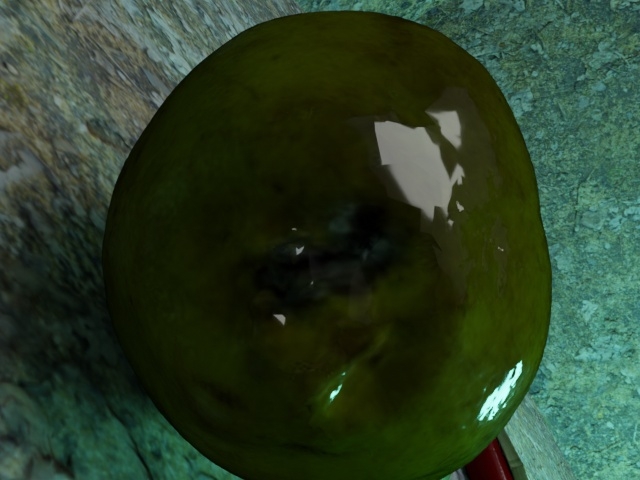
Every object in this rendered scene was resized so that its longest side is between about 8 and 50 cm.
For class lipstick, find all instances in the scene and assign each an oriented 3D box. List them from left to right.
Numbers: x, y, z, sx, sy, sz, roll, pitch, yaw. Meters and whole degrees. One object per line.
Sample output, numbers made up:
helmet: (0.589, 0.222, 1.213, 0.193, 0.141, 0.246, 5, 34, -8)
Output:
lipstick: (0.273, 0.365, 1.251, 0.073, 0.073, 0.280, 45, 21, -44)

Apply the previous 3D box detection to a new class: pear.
pear: (0.010, 0.012, 0.564, 0.352, 0.352, 0.413, 61, 16, 9)

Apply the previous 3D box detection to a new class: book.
book: (0.362, 0.444, 1.365, 0.283, 0.025, 0.215, -82, 151, -80)

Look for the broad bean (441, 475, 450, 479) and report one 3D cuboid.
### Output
broad bean: (0.114, 0.216, 0.970, 0.228, 0.100, 0.169, 58, 20, -8)
